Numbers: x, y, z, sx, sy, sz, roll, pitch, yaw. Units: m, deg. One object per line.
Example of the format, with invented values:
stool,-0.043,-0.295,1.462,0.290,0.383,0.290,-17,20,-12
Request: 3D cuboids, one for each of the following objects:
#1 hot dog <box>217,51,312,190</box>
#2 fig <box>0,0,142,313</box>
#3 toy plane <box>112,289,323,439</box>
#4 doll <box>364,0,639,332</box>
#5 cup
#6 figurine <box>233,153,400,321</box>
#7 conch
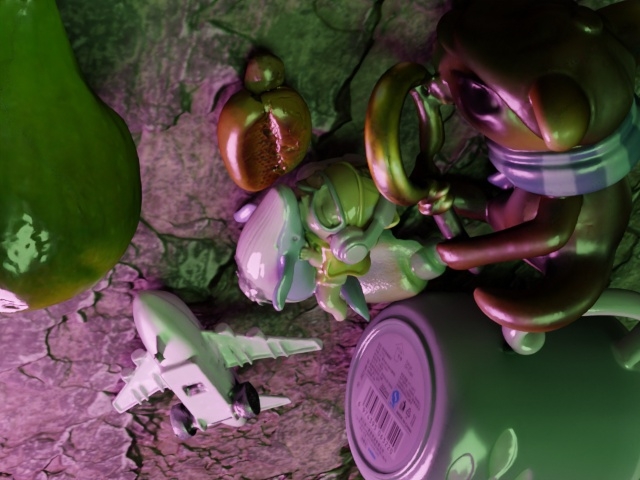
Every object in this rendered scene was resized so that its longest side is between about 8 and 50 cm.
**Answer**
hot dog,-0.054,-0.107,1.118,0.090,0.060,0.140,-20,148,-6
fig,-0.246,-0.088,0.972,0.206,0.206,0.275,-8,123,-17
toy plane,-0.130,0.138,1.308,0.251,0.101,0.255,-19,141,13
doll,0.200,-0.087,1.171,0.318,0.209,0.339,-47,147,-22
cup,0.211,0.160,1.354,0.274,0.259,0.356,7,141,-28
figurine,0.000,0.000,1.209,0.184,0.128,0.208,-33,147,8
conch,0.082,0.028,1.314,0.180,0.065,0.088,-24,142,17
